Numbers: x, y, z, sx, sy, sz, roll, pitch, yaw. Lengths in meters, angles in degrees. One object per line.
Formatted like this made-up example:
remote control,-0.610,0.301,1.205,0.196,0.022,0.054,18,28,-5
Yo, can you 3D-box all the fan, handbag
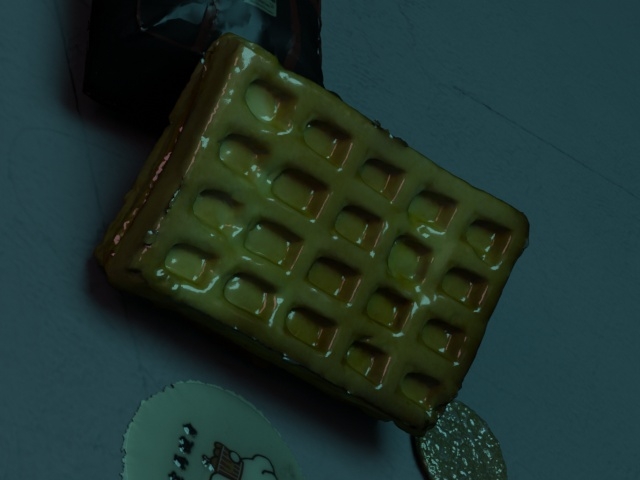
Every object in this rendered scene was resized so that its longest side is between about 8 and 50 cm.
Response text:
fan,-0.019,0.227,1.275,0.329,0.009,0.190,39,36,-21
handbag,-0.096,-0.175,1.402,0.215,0.155,0.169,21,41,-35

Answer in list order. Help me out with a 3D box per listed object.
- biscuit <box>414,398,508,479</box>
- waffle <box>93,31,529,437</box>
biscuit,0.125,0.191,1.477,0.120,0.015,0.120,31,41,-32
waffle,0.000,0.000,1.334,0.328,0.098,0.224,30,79,-30
